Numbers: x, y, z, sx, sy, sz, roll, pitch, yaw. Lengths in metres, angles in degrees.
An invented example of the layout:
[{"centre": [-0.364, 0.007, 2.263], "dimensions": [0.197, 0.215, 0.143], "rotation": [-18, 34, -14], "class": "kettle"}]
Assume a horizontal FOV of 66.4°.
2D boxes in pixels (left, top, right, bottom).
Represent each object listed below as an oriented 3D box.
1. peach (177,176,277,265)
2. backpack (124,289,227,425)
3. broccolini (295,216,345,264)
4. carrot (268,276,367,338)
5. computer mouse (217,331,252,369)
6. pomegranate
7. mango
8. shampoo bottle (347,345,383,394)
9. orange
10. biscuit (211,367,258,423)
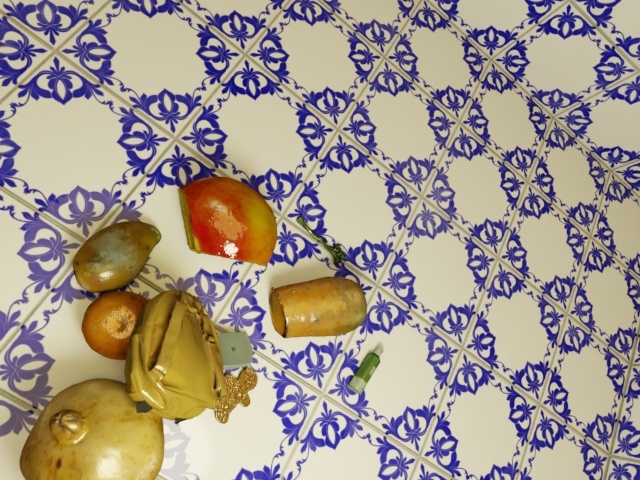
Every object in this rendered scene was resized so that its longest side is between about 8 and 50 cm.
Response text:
[{"centre": [-0.328, -0.077, 1.738], "dimensions": [0.380, 0.242, 0.306], "rotation": [18, 75, -20], "class": "peach"}, {"centre": [-0.428, 0.342, 1.457], "dimensions": [0.353, 0.201, 0.378], "rotation": [53, 23, -44], "class": "backpack"}, {"centre": [0.006, -0.005, 1.978], "dimensions": [0.254, 0.057, 0.071], "rotation": [45, 21, -12], "class": "broccolini"}, {"centre": [-0.005, 0.252, 1.817], "dimensions": [0.341, 0.224, 0.224], "rotation": [-7, 81, -22], "class": "carrot"}, {"centre": [-0.333, 0.384, 1.702], "dimensions": [0.231, 0.079, 0.128], "rotation": [14, 61, -51], "class": "computer mouse"}, {"centre": [-0.627, 0.565, 1.350], "dimensions": [0.410, 0.410, 0.410], "rotation": [6, 75, -23], "class": "pomegranate"}, {"centre": [-0.662, 0.042, 1.609], "dimensions": [0.193, 0.146, 0.316], "rotation": [50, 53, -10], "class": "mango"}, {"centre": [0.187, 0.505, 1.934], "dimensions": [0.065, 0.065, 0.204], "rotation": [43, 64, -10], "class": "shampoo bottle"}, {"centre": [-0.631, 0.268, 1.550], "dimensions": [0.224, 0.170, 0.224], "rotation": [2, 80, -13], "class": "orange"}, {"centre": [-0.303, 0.533, 1.715], "dimensions": [0.205, 0.031, 0.138], "rotation": [-42, 97, -27], "class": "biscuit"}]
